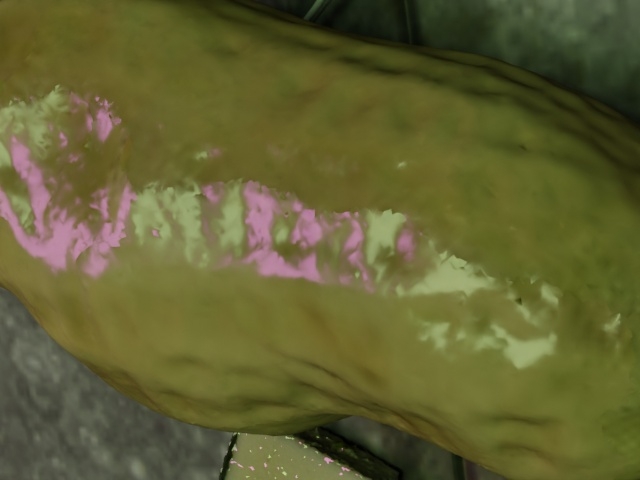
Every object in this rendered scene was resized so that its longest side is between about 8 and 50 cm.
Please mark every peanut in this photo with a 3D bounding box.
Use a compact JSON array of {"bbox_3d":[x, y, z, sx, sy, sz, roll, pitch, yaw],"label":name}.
[{"bbox_3d":[0.000,0.000,0.604,0.318,0.147,0.148,18,109,27],"label":"peanut"}]

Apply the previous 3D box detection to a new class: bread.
[{"bbox_3d":[-0.017,0.141,0.704,0.068,0.028,0.154,25,112,31],"label":"bread"}]

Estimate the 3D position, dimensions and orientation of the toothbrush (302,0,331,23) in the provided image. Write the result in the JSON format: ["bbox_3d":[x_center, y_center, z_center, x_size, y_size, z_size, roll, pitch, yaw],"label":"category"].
[{"bbox_3d":[0.022,-0.109,0.637,0.011,0.013,0.131,46,122,10],"label":"toothbrush"}]
